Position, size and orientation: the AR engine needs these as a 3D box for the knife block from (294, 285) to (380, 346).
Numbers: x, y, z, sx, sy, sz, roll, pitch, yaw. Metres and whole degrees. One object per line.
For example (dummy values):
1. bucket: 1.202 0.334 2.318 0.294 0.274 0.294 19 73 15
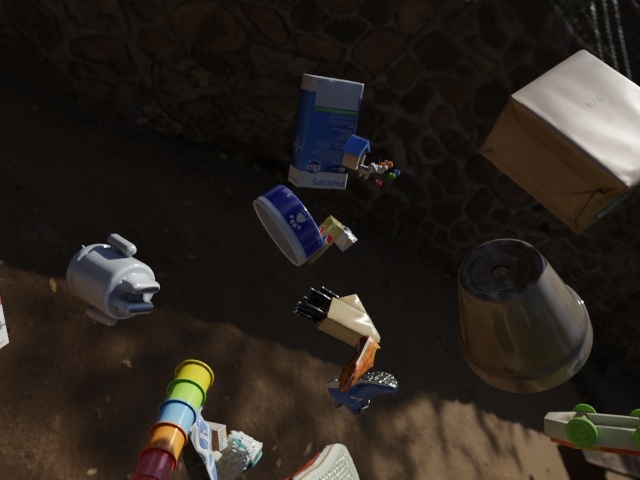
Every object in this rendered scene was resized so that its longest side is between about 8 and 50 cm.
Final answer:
1. knife block: 0.049 0.290 1.817 0.242 0.088 0.275 -11 61 -35

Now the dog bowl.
1. dog bowl: -0.107 -0.050 1.686 0.265 0.104 0.265 50 -13 16

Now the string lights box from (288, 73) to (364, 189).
1. string lights box: 0.010 -0.259 1.234 0.133 0.259 0.077 1 21 -25

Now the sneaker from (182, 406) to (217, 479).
1. sneaker: -0.288 0.496 1.226 0.081 0.080 0.211 -15 83 -56

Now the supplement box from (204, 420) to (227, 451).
1. supplement box: -0.309 0.542 1.410 0.036 0.098 0.062 -14 100 -60

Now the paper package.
1. paper package: 0.578 -0.229 1.121 0.325 0.168 0.309 -34 68 -29

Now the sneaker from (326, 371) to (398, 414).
1. sneaker: 0.178 0.624 2.071 0.130 0.330 0.147 -4 78 -50

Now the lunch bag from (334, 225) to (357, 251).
1. lunch bag: 0.093 -0.011 2.024 0.083 0.071 0.053 49 31 0

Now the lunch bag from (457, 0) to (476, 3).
1. lunch bag: 0.359 -0.532 0.944 0.303 0.243 0.115 -70 138 -71

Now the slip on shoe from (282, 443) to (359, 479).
1. slip on shoe: -0.008 0.342 0.657 0.331 0.101 0.123 40 29 -68

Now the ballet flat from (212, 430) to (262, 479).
1. ballet flat: -0.306 0.704 1.612 0.147 0.409 0.147 19 43 -18

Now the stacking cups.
1. stacking cups: -0.315 0.392 1.073 0.096 0.096 0.316 42 24 -15

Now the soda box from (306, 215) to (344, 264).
1. soda box: 0.000 0.000 1.819 0.058 0.181 0.061 36 17 -27

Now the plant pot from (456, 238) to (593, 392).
1. plant pot: 0.464 0.153 1.225 0.323 0.323 0.280 -89 154 -48

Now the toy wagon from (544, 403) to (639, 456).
1. toy wagon: 0.660 0.400 1.061 0.267 0.344 0.068 19 70 -60

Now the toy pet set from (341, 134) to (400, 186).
1. toy pet set: 0.111 -0.179 1.089 0.114 0.065 0.122 27 29 18

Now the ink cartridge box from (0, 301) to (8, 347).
1. ink cartridge box: -0.868 0.219 1.290 0.109 0.063 0.150 -62 154 -69

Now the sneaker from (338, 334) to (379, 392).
1. sneaker: 0.109 0.339 1.370 0.067 0.064 0.175 45 62 -15

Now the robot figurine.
1. robot figurine: -0.700 0.134 1.694 0.353 0.299 0.200 22 4 29
